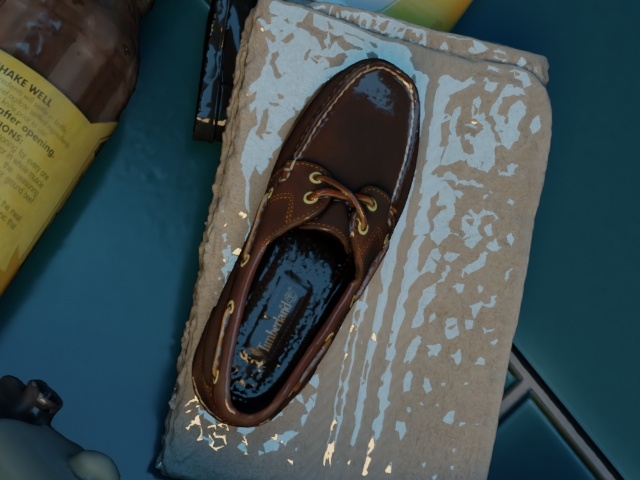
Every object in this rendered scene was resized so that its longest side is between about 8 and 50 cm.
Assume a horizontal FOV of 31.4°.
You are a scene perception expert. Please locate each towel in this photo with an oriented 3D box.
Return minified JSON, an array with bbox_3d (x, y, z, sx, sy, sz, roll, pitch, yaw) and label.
[{"bbox_3d":[0.023,0.011,0.642,0.187,0.049,0.282,13,86,-10],"label":"towel"}]

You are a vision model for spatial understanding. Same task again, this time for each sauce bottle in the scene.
[{"bbox_3d":[-0.168,-0.066,0.599,0.111,0.111,0.344,33,71,-5],"label":"sauce bottle"}]

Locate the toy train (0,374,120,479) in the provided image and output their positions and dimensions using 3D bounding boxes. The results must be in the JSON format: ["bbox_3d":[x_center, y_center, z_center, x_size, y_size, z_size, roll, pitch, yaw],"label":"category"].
[{"bbox_3d":[-0.110,0.197,0.461,0.334,0.142,0.190,37,88,38],"label":"toy train"}]

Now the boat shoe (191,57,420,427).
[{"bbox_3d":[0.000,0.000,0.577,0.073,0.073,0.207,24,83,-8],"label":"boat shoe"}]

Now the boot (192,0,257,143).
[{"bbox_3d":[-0.022,-0.103,0.684,0.099,0.045,0.121,8,81,-10],"label":"boot"}]

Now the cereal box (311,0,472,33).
[{"bbox_3d":[0.003,-0.227,0.720,0.240,0.047,0.173,36,70,-3],"label":"cereal box"}]
